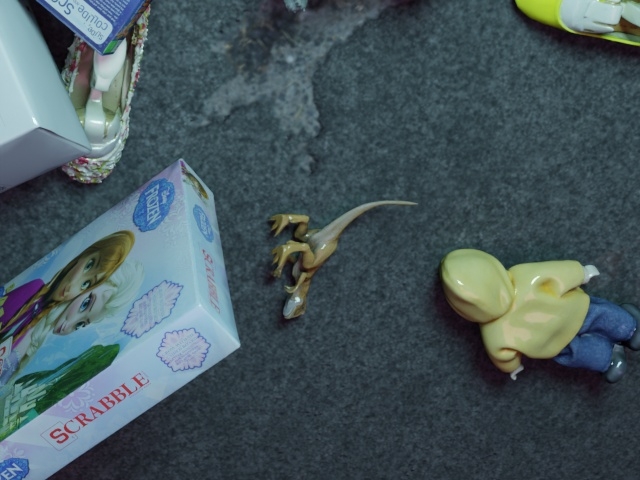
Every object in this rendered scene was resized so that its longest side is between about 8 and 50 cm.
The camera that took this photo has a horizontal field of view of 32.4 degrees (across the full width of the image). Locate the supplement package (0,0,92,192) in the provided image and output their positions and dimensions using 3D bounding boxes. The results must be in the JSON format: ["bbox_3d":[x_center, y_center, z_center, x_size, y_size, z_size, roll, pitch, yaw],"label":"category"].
[{"bbox_3d":[-0.399,-0.112,1.032,0.293,0.175,0.177,-25,86,3],"label":"supplement package"}]

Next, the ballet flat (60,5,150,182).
[{"bbox_3d":[-0.231,-0.156,1.132,0.091,0.077,0.241,6,118,-16],"label":"ballet flat"}]

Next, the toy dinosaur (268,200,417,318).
[{"bbox_3d":[0.000,0.000,1.284,0.112,0.064,0.211,15,126,-38],"label":"toy dinosaur"}]

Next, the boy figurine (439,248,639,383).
[{"bbox_3d":[0.262,0.094,1.359,0.285,0.092,0.177,19,114,-19],"label":"boy figurine"}]

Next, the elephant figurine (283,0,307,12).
[{"bbox_3d":[0.089,-0.329,1.063,0.239,0.169,0.186,2,149,-29],"label":"elephant figurine"}]

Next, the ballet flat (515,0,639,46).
[{"bbox_3d":[0.324,-0.247,1.187,0.231,0.077,0.077,10,118,-16],"label":"ballet flat"}]

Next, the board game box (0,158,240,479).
[{"bbox_3d":[-0.240,0.089,1.129,0.318,0.318,0.066,-35,119,8],"label":"board game box"}]

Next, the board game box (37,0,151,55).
[{"bbox_3d":[-0.238,-0.290,1.032,0.201,0.035,0.136,41,107,0],"label":"board game box"}]
